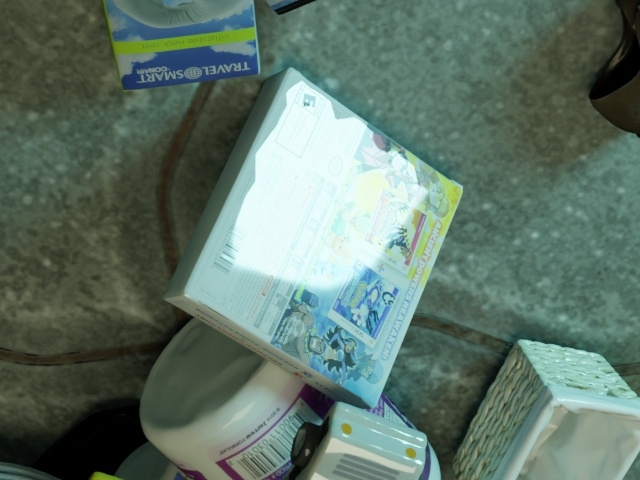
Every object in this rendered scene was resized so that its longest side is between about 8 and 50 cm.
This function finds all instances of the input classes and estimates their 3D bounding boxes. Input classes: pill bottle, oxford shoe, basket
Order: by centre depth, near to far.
[{"bbox_3d":[0.281,-0.178,1.085,0.096,0.083,0.227,22,116,-14],"label":"oxford shoe"},{"bbox_3d":[-0.002,0.193,1.236,0.169,0.169,0.301,-34,120,14],"label":"pill bottle"},{"bbox_3d":[-0.115,0.244,1.260,0.078,0.078,0.137,-35,119,15],"label":"pill bottle"},{"bbox_3d":[0.201,0.183,1.280,0.113,0.103,0.167,12,116,-24],"label":"basket"}]

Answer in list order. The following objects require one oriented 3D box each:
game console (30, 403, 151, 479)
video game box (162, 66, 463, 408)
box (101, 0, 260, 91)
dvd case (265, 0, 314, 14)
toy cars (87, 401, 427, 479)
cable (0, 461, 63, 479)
[{"bbox_3d":[-0.123,0.299,1.362,0.361,0.044,0.213,37,112,-26],"label":"game console"},{"bbox_3d":[0.000,0.000,1.113,0.187,0.205,0.048,33,158,-21],"label":"video game box"},{"bbox_3d":[-0.102,-0.172,1.030,0.109,0.042,0.178,-7,145,-3],"label":"box"},{"bbox_3d":[-0.044,-0.271,0.969,0.180,0.022,0.253,-14,130,44],"label":"dvd case"},{"bbox_3d":[-0.088,0.249,1.121,0.393,0.087,0.176,-18,125,17],"label":"toy cars"},{"bbox_3d":[-0.295,0.312,1.277,0.257,0.089,0.257,31,115,-22],"label":"cable"}]
